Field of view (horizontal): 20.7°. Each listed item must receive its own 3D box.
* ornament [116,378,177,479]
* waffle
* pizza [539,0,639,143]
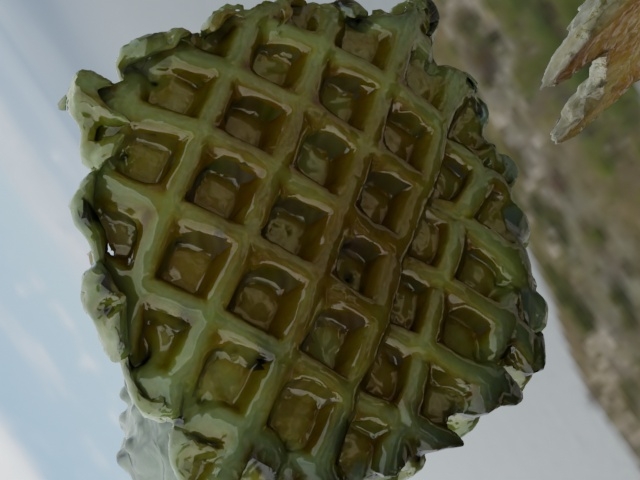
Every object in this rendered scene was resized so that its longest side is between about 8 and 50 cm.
[{"bbox_3d":[-0.045,0.028,0.912,0.120,0.130,0.285,119,150,-54],"label":"ornament"},{"bbox_3d":[0.000,0.000,0.707,0.054,0.214,0.207,-37,71,55],"label":"waffle"},{"bbox_3d":[0.219,-0.170,1.088,0.034,0.262,0.181,42,-171,25],"label":"pizza"}]
